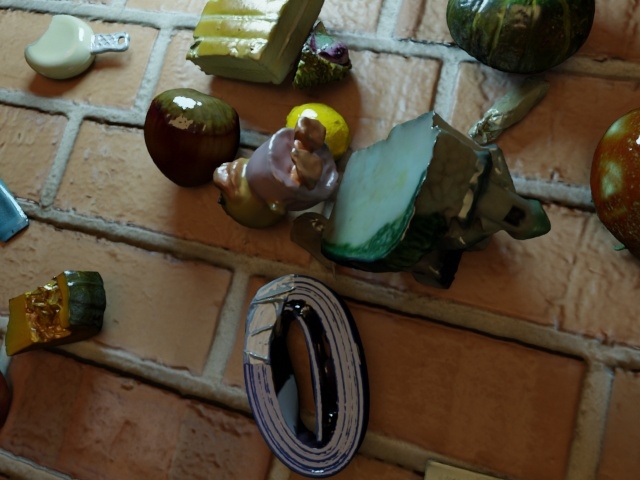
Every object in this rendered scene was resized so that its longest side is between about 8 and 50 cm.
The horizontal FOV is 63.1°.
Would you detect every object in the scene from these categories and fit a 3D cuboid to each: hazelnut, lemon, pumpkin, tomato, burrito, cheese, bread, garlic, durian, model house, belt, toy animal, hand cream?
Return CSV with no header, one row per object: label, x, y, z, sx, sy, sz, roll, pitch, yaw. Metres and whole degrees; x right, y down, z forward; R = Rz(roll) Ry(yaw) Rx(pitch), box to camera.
hazelnut,-0.269,-0.207,1.081,0.208,0.208,0.208,-3,77,12
lemon,-0.007,-0.218,1.052,0.155,0.114,0.114,42,89,21
pumpkin,0.374,-0.413,0.982,0.261,0.189,0.260,-4,54,6
tomato,0.592,-0.099,0.821,0.304,0.239,0.303,-2,81,11
burrito,0.369,-0.255,1.009,0.188,0.045,0.058,-41,79,-1
cheese,-0.586,-0.454,1.259,0.249,0.071,0.163,20,82,15
bread,-0.150,-0.464,1.122,0.246,0.111,0.239,19,79,31
garlic,0.005,-0.002,1.029,0.152,0.066,0.084,37,115,21
durian,0.007,-0.358,1.084,0.108,0.119,0.186,22,38,-8
pumpkin,-0.542,0.152,1.092,0.248,0.126,0.130,-18,81,28
model house,0.195,-0.036,0.873,0.284,0.298,0.243,19,83,-21
belt,-0.023,0.239,0.949,0.213,0.117,0.346,-13,76,9
toy animal,-0.091,-0.111,0.993,0.281,0.169,0.195,-18,52,36
hand cream,-0.772,-0.104,1.240,0.083,0.048,0.224,-35,78,3

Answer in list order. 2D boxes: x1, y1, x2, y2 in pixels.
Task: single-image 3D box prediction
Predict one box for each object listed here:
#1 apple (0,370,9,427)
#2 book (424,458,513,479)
apple,-0.870,0.333,1.119,0.329,0.295,0.364,-20,71,-32
book,0.303,0.502,0.861,0.283,0.025,0.214,8,80,13
